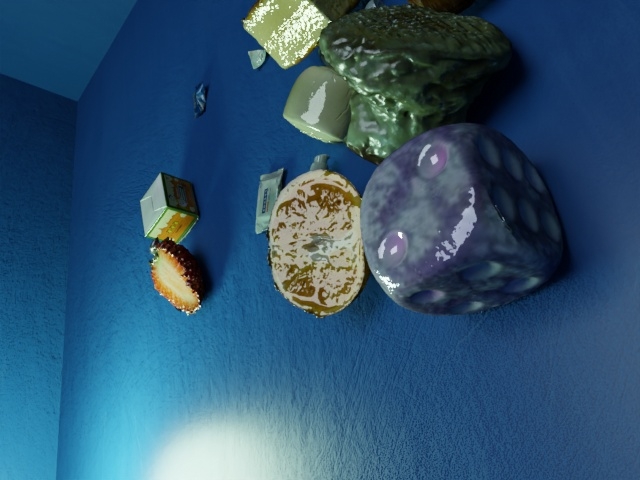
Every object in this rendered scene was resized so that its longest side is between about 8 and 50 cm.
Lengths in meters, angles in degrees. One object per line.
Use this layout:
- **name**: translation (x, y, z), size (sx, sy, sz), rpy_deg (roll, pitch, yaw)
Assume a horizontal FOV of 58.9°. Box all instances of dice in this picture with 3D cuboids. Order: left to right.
- **dice**: translation (0.252, -0.030, 1.038), size (0.271, 0.270, 0.270), rpy_deg (-32, 54, 39)

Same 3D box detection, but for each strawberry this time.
- **strawberry**: translation (-0.481, 0.138, 2.011), size (0.306, 0.137, 0.234), rpy_deg (44, 134, 22)

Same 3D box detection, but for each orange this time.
- **orange**: translation (0.004, -0.002, 1.345), size (0.274, 0.274, 0.310), rpy_deg (6, 123, 51)

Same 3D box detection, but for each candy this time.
- **candy**: translation (-0.501, -0.578, 2.334), size (0.088, 0.038, 0.136), rpy_deg (-11, 78, 52)

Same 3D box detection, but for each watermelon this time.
- **watermelon**: translation (-0.226, -0.659, 2.007), size (0.085, 0.061, 0.085), rpy_deg (-29, 55, 53)

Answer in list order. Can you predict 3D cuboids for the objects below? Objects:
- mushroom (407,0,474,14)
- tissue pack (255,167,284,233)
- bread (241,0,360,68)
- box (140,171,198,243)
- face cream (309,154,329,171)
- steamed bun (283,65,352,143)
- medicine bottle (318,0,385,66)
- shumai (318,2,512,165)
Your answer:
- **mushroom**: translation (0.298, -0.630, 1.284), size (0.253, 0.153, 0.253), rpy_deg (-33, 44, 39)
- **tissue pack**: translation (-0.159, -0.123, 1.765), size (0.122, 0.026, 0.193), rpy_deg (-11, 68, 49)
- **bread**: translation (-0.033, -0.668, 1.579), size (0.279, 0.207, 0.279), rpy_deg (-25, 29, 53)
- **box**: translation (-0.580, -0.121, 2.179), size (0.177, 0.148, 0.195), rpy_deg (-46, 46, 27)
- **face cream**: translation (-0.017, -0.111, 1.530), size (0.101, 0.101, 0.252), rpy_deg (-1, 76, 50)
- **steamed bun**: translation (0.002, -0.382, 1.558), size (0.250, 0.154, 0.200), rpy_deg (31, 102, 48)
- **medicine bottle**: translation (0.093, -0.569, 1.566), size (0.216, 0.090, 0.091), rpy_deg (-35, 53, 37)
- **shumai**: translation (0.191, -0.318, 1.230), size (0.324, 0.397, 0.324), rpy_deg (-101, 11, -57)
